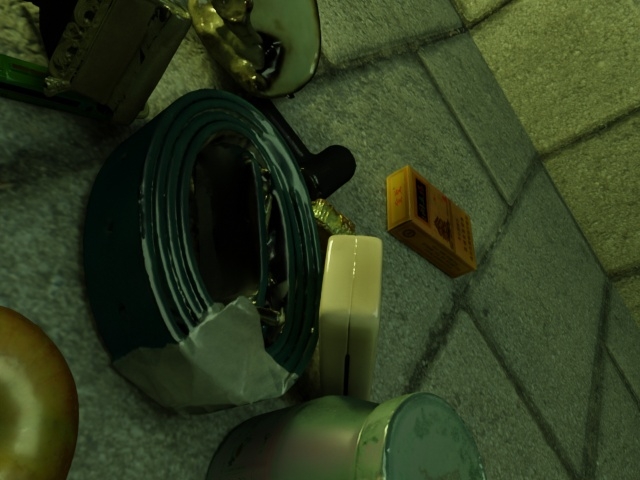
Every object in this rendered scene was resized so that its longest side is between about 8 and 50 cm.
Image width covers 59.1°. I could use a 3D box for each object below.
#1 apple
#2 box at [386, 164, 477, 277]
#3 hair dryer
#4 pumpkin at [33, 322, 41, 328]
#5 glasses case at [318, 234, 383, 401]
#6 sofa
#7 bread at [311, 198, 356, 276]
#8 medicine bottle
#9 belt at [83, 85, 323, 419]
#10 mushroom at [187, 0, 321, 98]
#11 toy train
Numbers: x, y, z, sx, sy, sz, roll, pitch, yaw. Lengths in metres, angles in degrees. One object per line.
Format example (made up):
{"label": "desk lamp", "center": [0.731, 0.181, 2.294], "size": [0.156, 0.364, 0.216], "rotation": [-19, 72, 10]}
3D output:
{"label": "apple", "center": [-0.317, 0.171, 0.468], "size": [0.210, 0.173, 0.234], "rotation": [42, 43, -20]}
{"label": "box", "center": [0.278, -0.041, 1.410], "size": [0.274, 0.076, 0.174], "rotation": [33, 44, -34]}
{"label": "hair dryer", "center": [-0.050, -0.189, 1.109], "size": [0.251, 0.089, 0.197], "rotation": [53, 37, -2]}
{"label": "pumpkin", "center": [-0.338, 0.123, 0.594], "size": [0.073, 0.035, 0.101], "rotation": [26, 52, -36]}
{"label": "glasses case", "center": [0.043, 0.144, 0.833], "size": [0.336, 0.076, 0.143], "rotation": [89, 7, -52]}
{"label": "sofa", "center": [-0.273, -0.313, 0.770], "size": [0.182, 0.200, 0.258], "rotation": [8, 45, -45]}
{"label": "bread", "center": [0.000, 0.000, 1.001], "size": [0.140, 0.128, 0.069], "rotation": [46, 44, -20]}
{"label": "medicine bottle", "center": [0.035, 0.315, 0.705], "size": [0.245, 0.290, 0.244], "rotation": [28, 48, -37]}
{"label": "belt", "center": [-0.151, 0.013, 0.775], "size": [0.300, 0.173, 0.436], "rotation": [13, 59, -44]}
{"label": "mushroom", "center": [-0.131, -0.381, 1.079], "size": [0.292, 0.212, 0.217], "rotation": [-52, 141, -63]}
{"label": "toy train", "center": [-0.371, -0.209, 0.759], "size": [0.209, 0.042, 0.044], "rotation": [6, 64, -48]}
